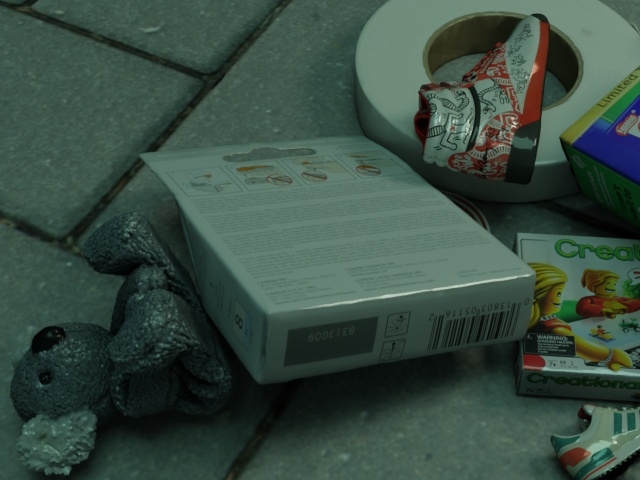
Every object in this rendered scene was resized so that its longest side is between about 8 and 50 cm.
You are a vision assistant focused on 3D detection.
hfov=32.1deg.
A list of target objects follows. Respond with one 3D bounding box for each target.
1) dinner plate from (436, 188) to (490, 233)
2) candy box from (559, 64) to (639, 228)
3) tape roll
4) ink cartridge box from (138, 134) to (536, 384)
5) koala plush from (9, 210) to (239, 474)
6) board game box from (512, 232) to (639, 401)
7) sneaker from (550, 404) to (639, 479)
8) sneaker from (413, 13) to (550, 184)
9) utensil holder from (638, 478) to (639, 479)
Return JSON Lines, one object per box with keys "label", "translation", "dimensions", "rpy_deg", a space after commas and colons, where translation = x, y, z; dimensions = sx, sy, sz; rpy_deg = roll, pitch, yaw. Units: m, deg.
{"label": "dinner plate", "translation": [0.130, -0.007, 1.317], "dimensions": [0.141, 0.017, 0.141], "rpy_deg": [0, 50, 0]}
{"label": "candy box", "translation": [0.474, -0.100, 1.213], "dimensions": [0.268, 0.122, 0.317], "rpy_deg": [-42, 45, -10]}
{"label": "tape roll", "translation": [0.238, -0.211, 1.458], "dimensions": [0.392, 0.072, 0.392], "rpy_deg": [0, 49, 0]}
{"label": "ink cartridge box", "translation": [0.000, 0.000, 1.219], "dimensions": [0.308, 0.091, 0.385], "rpy_deg": [-7, 29, -26]}
{"label": "koala plush", "translation": [-0.215, 0.127, 1.123], "dimensions": [0.221, 0.203, 0.196], "rpy_deg": [-31, 43, 2]}
{"label": "board game box", "translation": [0.365, 0.086, 1.211], "dimensions": [0.305, 0.053, 0.193], "rpy_deg": [3, 48, 3]}
{"label": "sneaker", "translation": [0.304, 0.185, 1.123], "dimensions": [0.161, 0.057, 0.075], "rpy_deg": [-29, 60, -19]}
{"label": "sneaker", "translation": [0.192, -0.186, 1.330], "dimensions": [0.145, 0.090, 0.270], "rpy_deg": [10, 52, 5]}
{"label": "utensil holder", "translation": [0.368, 0.353, 0.807], "dimensions": [0.385, 0.327, 0.327], "rpy_deg": [38, 59, 26]}
